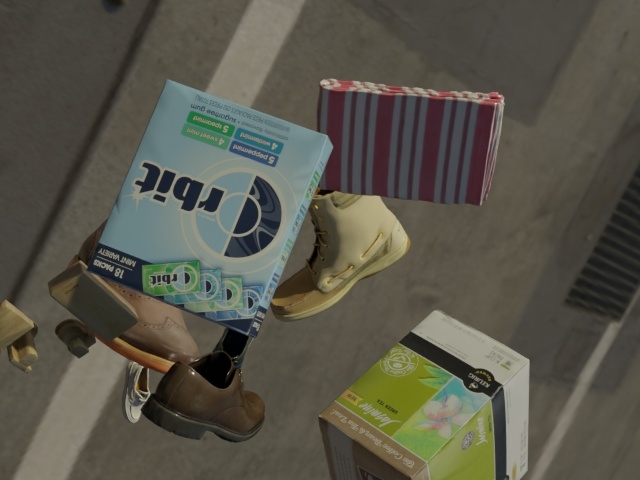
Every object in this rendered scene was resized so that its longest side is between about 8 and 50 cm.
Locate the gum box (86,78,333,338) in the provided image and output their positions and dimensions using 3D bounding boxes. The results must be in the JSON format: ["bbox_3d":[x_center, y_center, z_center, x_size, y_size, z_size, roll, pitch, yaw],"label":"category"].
[{"bbox_3d":[-0.096,-0.029,0.922,0.041,0.157,0.184,49,63,-78],"label":"gum box"}]

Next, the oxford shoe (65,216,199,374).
[{"bbox_3d":[-0.264,0.074,1.527,0.130,0.364,0.132,20,103,-43],"label":"oxford shoe"}]

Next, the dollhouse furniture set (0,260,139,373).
[{"bbox_3d":[-0.341,0.068,1.322,0.151,0.123,0.144,-35,133,5],"label":"dollhouse furniture set"}]

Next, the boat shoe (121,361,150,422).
[{"bbox_3d":[-0.279,0.234,1.618,0.035,0.035,0.100,-2,101,-53],"label":"boat shoe"}]

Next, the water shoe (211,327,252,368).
[{"bbox_3d":[-0.188,0.233,2.051,0.080,0.073,0.203,1,110,-83],"label":"water shoe"}]

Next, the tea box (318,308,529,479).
[{"bbox_3d":[0.195,0.367,1.894,0.323,0.220,0.329,-39,139,-30],"label":"tea box"}]

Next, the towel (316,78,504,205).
[{"bbox_3d":[0.093,-0.106,1.148,0.029,0.197,0.144,-79,174,-49],"label":"towel"}]

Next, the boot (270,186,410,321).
[{"bbox_3d":[0.000,0.000,1.719,0.262,0.095,0.203,-31,128,-1],"label":"boot"}]

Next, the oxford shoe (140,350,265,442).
[{"bbox_3d":[-0.115,0.184,1.257,0.096,0.083,0.227,-62,157,1],"label":"oxford shoe"}]
